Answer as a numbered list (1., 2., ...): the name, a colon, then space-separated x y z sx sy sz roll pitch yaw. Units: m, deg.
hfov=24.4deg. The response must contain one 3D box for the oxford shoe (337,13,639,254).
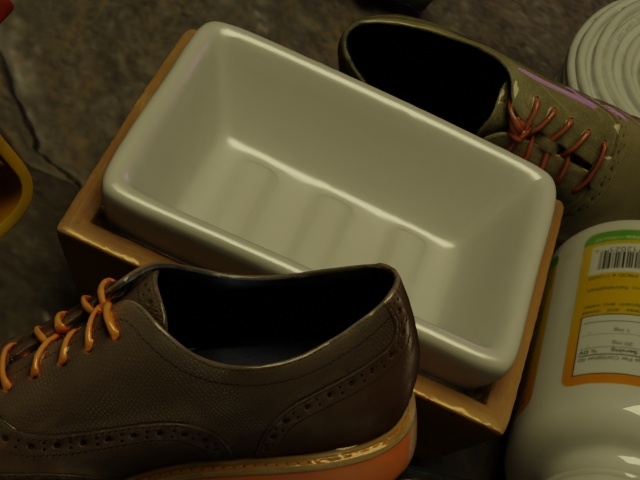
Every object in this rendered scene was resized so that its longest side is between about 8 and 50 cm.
1. oxford shoe: 0.158 -0.058 1.064 0.348 0.123 0.130 26 4 13

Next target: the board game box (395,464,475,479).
1. board game box: 0.043 0.182 0.770 0.243 0.042 0.165 10 29 18

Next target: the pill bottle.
1. pill bottle: 0.189 0.111 0.928 0.136 0.136 0.245 24 42 -2

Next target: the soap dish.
1. soap dish: 0.000 0.000 0.961 0.291 0.118 0.229 25 42 -2

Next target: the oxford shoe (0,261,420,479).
1. oxford shoe: -0.127 0.070 0.779 0.364 0.132 0.130 -7 38 -11

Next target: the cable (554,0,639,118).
1. cable: 0.315 -0.098 1.200 0.257 0.089 0.257 12 51 4

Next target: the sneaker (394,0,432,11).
1. sneaker: 0.069 -0.260 1.311 0.076 0.065 0.166 27 42 -24

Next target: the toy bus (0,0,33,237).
1. toy bus: -0.256 -0.049 0.893 0.104 0.191 0.202 56 28 -35
